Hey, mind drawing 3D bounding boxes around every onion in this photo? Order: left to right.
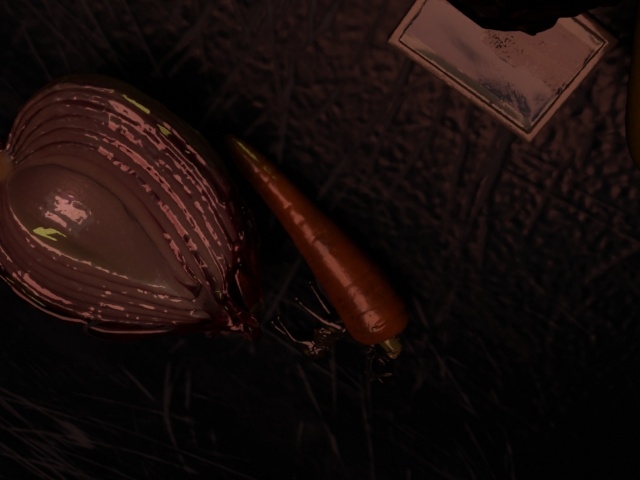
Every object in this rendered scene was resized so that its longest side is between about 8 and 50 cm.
[{"bbox_3d":[-0.156,-0.012,0.741,0.283,0.120,0.227,38,116,-3],"label":"onion"}]

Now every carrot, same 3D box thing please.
[{"bbox_3d":[0.000,0.000,0.757,0.061,0.061,0.256,-35,94,26],"label":"carrot"}]

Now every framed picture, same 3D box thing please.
[{"bbox_3d":[0.143,-0.160,0.660,0.149,0.011,0.109,34,118,-5],"label":"framed picture"}]

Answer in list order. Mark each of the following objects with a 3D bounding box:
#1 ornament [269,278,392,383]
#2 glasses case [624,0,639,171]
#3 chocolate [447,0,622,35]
[{"bbox_3d":[0.016,0.100,0.811,0.125,0.028,0.073,38,117,-5],"label":"ornament"},{"bbox_3d":[0.302,-0.201,0.491,0.173,0.141,0.371,13,104,41],"label":"glasses case"},{"bbox_3d":[0.138,-0.235,0.525,0.224,0.177,0.206,38,114,-8],"label":"chocolate"}]
